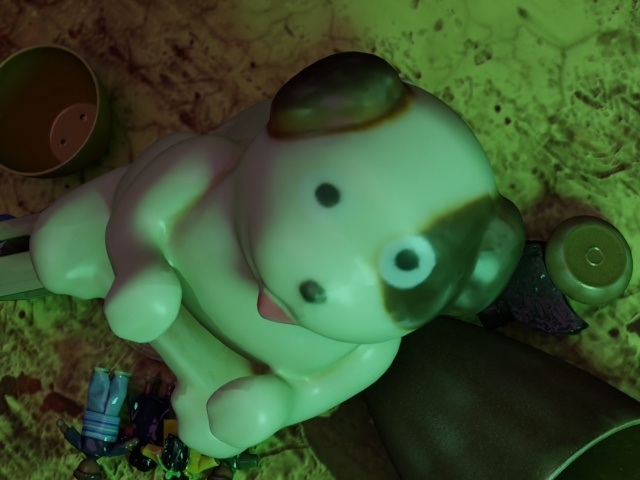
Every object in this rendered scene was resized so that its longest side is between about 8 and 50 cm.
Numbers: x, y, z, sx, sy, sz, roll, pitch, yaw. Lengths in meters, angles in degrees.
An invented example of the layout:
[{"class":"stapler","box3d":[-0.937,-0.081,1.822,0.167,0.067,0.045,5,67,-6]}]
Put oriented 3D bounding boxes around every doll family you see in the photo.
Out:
[{"class":"doll family","box3d":[-0.154,0.186,1.668,0.193,0.076,0.111,8,84,27]}]

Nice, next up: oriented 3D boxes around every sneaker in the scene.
[{"class":"sneaker","box3d":[0.171,0.016,1.601,0.089,0.051,0.170,-22,75,14]}]

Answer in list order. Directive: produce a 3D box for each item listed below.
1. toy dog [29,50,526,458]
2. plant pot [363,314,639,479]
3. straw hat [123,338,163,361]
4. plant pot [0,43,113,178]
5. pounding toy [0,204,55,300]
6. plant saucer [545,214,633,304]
[{"class":"toy dog","box3d":[0.000,0.000,1.470,0.395,0.408,0.284,-35,97,-21]},{"class":"plant pot","box3d":[0.149,0.169,1.504,0.215,0.215,0.230,-50,53,3]},{"class":"straw hat","box3d":[-0.139,0.045,1.683,0.145,0.061,0.144,-1,82,7]},{"class":"plant pot","box3d":[-0.260,-0.117,1.764,0.134,0.095,0.134,-5,75,18]},{"class":"pounding toy","box3d":[-0.257,-0.002,1.727,0.141,0.130,0.100,-12,86,17]},{"class":"plant saucer","box3d":[0.240,0.015,1.569,0.083,0.015,0.083,4,73,-13]}]
